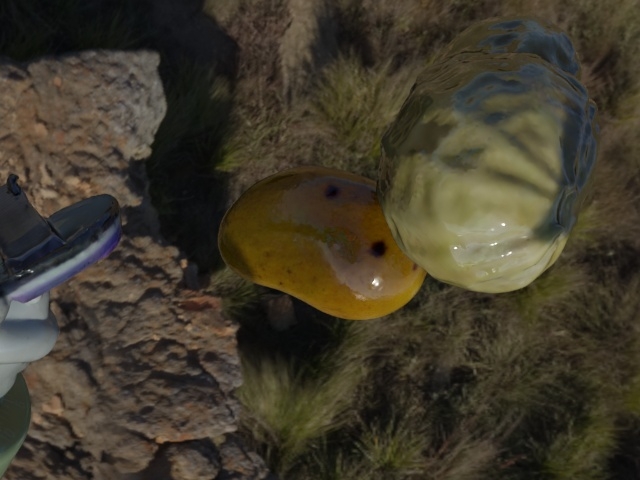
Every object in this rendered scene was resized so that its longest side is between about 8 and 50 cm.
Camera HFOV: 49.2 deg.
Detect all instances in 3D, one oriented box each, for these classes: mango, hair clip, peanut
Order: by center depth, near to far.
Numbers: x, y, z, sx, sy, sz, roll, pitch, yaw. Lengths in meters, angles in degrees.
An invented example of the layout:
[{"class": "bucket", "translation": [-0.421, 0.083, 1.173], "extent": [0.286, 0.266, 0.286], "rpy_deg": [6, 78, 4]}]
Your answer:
[{"class": "hair clip", "translation": [-0.172, 0.002, 0.401], "extent": [0.116, 0.172, 0.049], "rpy_deg": [-36, 116, -17]}, {"class": "peanut", "translation": [0.125, -0.078, 0.508], "extent": [0.147, 0.147, 0.305], "rpy_deg": [48, 29, -13]}, {"class": "mango", "translation": [0.002, -0.003, 0.574], "extent": [0.090, 0.178, 0.115], "rpy_deg": [-11, 119, -67]}]

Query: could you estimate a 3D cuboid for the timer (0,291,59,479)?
[{"class": "timer", "translation": [-0.419, 0.133, 0.785], "extent": [0.291, 0.315, 0.291], "rpy_deg": [41, 14, -13]}]
